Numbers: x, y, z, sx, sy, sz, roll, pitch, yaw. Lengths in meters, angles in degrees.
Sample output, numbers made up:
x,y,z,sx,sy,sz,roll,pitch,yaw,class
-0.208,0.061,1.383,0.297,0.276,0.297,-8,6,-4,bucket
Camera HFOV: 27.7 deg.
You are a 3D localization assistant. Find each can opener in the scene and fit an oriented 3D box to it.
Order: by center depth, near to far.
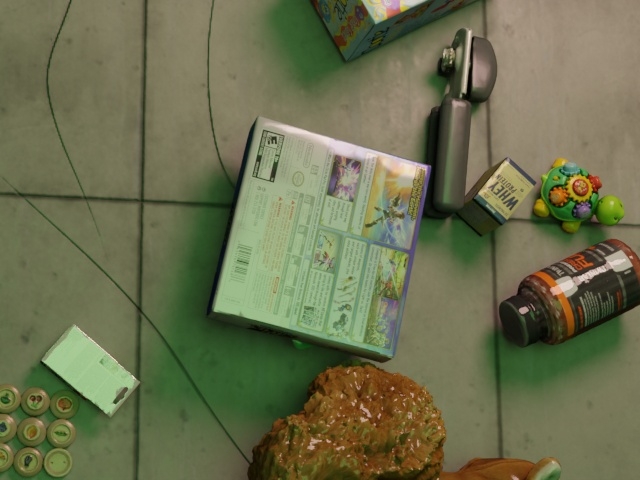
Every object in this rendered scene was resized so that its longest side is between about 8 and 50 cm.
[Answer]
x,y,z,sx,sy,sz,roll,pitch,yaw,class
0.198,-0.168,1.828,0.093,0.074,0.281,13,76,-13,can opener

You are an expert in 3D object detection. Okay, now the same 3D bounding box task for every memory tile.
x,y,z,sx,sy,sz,roll,pitch,yaw,class
-0.379,0.236,1.621,0.148,0.012,0.113,8,77,-13,memory tile

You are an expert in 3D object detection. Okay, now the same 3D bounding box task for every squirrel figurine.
x,y,z,sx,sy,sz,roll,pitch,yaw,class
0.113,0.329,1.605,0.370,0.281,0.397,-23,88,-25,squirrel figurine

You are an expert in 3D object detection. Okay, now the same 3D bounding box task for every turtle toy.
x,y,z,sx,sy,sz,roll,pitch,yaw,class
0.372,-0.062,1.856,0.130,0.066,0.095,28,73,-7,turtle toy

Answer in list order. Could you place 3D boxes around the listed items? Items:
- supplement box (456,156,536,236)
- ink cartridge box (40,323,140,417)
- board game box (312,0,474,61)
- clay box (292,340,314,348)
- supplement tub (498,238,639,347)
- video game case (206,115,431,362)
x,y,z,sx,sy,sz,roll,pitch,yaw,class
0.243,-0.061,1.812,0.056,0.083,0.083,41,72,-4,supplement box
-0.293,0.167,1.651,0.115,0.029,0.063,41,71,-4,ink cartridge box
0.135,-0.387,1.814,0.275,0.144,0.142,-28,85,-20,board game box
-0.011,0.030,1.741,0.127,0.053,0.222,-13,82,-17,clay box
0.347,0.078,1.799,0.197,0.106,0.106,-23,85,-19,supplement tub
0.000,0.000,1.689,0.244,0.061,0.270,15,74,-10,video game case
